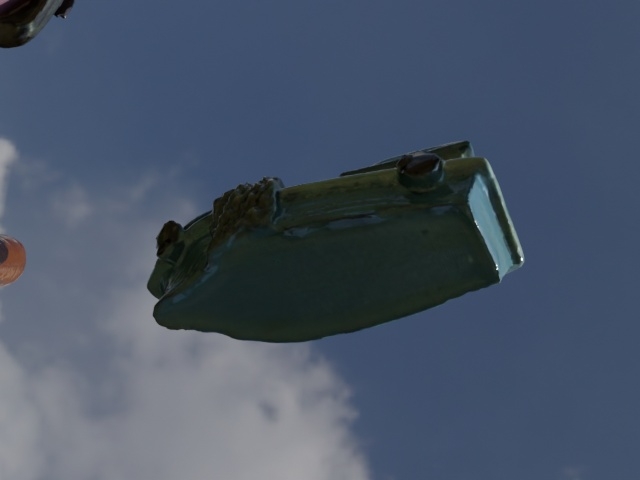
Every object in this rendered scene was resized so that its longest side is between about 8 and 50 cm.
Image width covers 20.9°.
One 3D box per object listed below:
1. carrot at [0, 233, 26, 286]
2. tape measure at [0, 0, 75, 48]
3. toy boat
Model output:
[{"bbox_3d":[-0.204,0.011,1.053,0.035,0.142,0.035,0,-92,1],"label":"carrot"},{"bbox_3d":[-0.225,-0.264,1.223,0.245,0.231,0.149,62,-16,-1],"label":"tape measure"},{"bbox_3d":[0.000,0.000,1.040,0.238,0.098,0.109,-14,-62,18],"label":"toy boat"}]
